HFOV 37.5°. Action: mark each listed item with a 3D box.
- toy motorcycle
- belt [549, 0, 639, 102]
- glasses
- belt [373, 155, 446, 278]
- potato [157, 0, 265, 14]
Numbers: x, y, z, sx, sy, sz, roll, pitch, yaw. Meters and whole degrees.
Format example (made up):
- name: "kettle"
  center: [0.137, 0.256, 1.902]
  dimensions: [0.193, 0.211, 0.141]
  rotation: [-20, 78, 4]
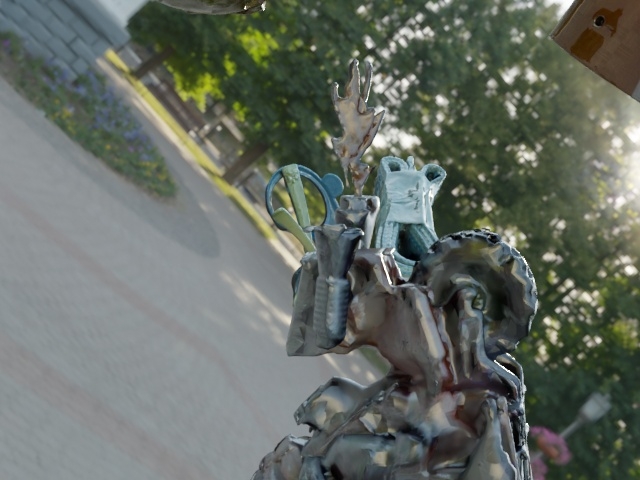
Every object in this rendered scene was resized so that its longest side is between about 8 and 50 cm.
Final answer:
- name: "toy motorcycle"
  center: [0.045, 0.078, 0.633]
  dimensions: [0.134, 0.207, 0.401]
  rotation: [-34, 120, -74]
- name: "belt"
  center: [0.363, -0.178, 0.960]
  dimensions: [0.261, 0.105, 0.184]
  rotation: [28, 21, -17]
- name: "glasses"
  center: [-0.033, 0.010, 1.294]
  dimensions: [0.207, 0.102, 0.239]
  rotation: [-10, 84, -63]
- name: "belt"
  center: [0.102, -0.012, 1.091]
  dimensions: [0.302, 0.087, 0.072]
  rotation: [-81, 177, -60]
- name: "potato"
  center: [-0.092, -0.261, 0.736]
  dimensions: [0.176, 0.141, 0.298]
  rotation: [44, 18, -12]
